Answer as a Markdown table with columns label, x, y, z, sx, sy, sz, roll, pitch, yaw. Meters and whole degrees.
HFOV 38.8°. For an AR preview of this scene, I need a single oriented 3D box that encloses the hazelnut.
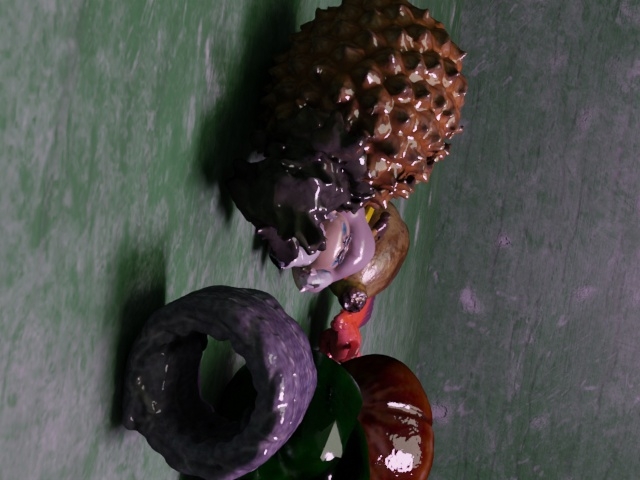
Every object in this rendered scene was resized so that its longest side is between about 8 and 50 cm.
| label | x | y | z | sx | sy | sz | roll | pitch | yaw |
| --- | --- | --- | --- | --- | --- | --- | --- | --- | --- |
| hazelnut | 0.053 | 0.261 | 1.246 | 0.229 | 0.229 | 0.229 | 8 | 90 | -77 |

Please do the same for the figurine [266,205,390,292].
| label | x | y | z | sx | sy | sz | roll | pitch | yaw |
| --- | --- | --- | --- | --- | --- | --- | --- | --- | --- |
| figurine | 0.000 | 0.000 | 1.102 | 0.229 | 0.112 | 0.137 | -6 | 111 | -66 |

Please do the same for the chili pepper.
| label | x | y | z | sx | sy | sz | roll | pitch | yaw |
| --- | --- | --- | --- | --- | --- | --- | --- | --- | --- |
| chili pepper | -0.028 | 0.204 | 0.980 | 0.261 | 0.165 | 0.173 | -82 | 154 | -70 |

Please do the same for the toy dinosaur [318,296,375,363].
| label | x | y | z | sx | sy | sz | roll | pitch | yaw |
| --- | --- | --- | --- | --- | --- | --- | --- | --- | --- |
| toy dinosaur | 0.052 | 0.143 | 1.435 | 0.139 | 0.070 | 0.286 | -64 | 166 | -14 |

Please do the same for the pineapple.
| label | x | y | z | sx | sy | sz | roll | pitch | yaw |
| --- | --- | --- | --- | --- | --- | --- | --- | --- | --- |
| pineapple | 0.012 | -0.095 | 0.918 | 0.357 | 0.223 | 0.223 | -56 | 153 | -45 |

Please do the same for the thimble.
| label | x | y | z | sx | sy | sz | roll | pitch | yaw |
| --- | --- | --- | --- | --- | --- | --- | --- | --- | --- |
| thimble | -0.081 | 0.111 | 0.731 | 0.098 | 0.150 | 0.150 | -24 | 122 | -73 |

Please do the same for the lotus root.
| label | x | y | z | sx | sy | sz | roll | pitch | yaw |
| --- | --- | --- | --- | --- | --- | --- | --- | --- | --- |
| lotus root | 0.061 | 0.019 | 1.332 | 0.214 | 0.138 | 0.138 | -64 | 159 | -51 |
